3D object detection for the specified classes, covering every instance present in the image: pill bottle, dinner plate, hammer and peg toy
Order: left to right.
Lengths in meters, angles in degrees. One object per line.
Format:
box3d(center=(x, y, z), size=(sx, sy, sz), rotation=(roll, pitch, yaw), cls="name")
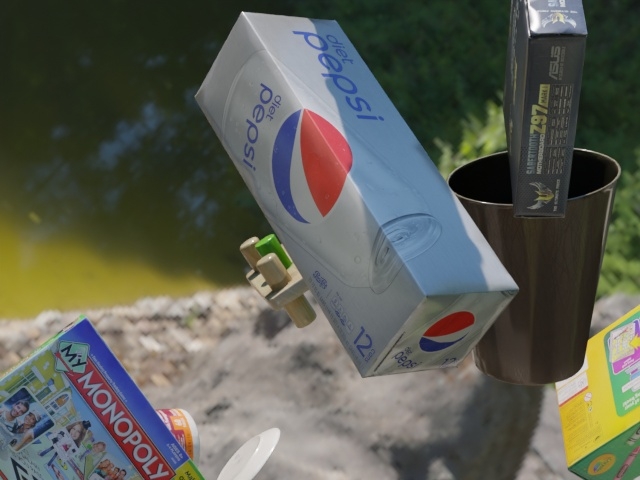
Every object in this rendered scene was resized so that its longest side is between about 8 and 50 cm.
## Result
box3d(center=(-0.300, 0.314, 2.185), size=(0.221, 0.121, 0.121), rotation=(1, 45, -31), cls="pill bottle")
box3d(center=(-0.109, 0.313, 2.059), size=(0.017, 0.141, 0.141), rotation=(43, 22, -9), cls="dinner plate")
box3d(center=(0.000, 0.000, 2.392), size=(0.127, 0.266, 0.361), rotation=(57, -4, -13), cls="hammer and peg toy")

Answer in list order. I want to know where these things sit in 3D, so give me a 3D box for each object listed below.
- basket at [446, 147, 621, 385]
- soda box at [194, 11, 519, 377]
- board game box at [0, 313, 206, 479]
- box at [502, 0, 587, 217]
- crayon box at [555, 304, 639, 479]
box3d(center=(0.234, 0.031, 1.629), size=(0.204, 0.227, 0.154), rotation=(-16, 28, -27), cls="basket")
box3d(center=(0.020, -0.039, 1.076), size=(0.098, 0.091, 0.286), rotation=(-2, 49, -40), cls="soda box")
box3d(center=(-0.301, 0.285, 1.912), size=(0.317, 0.213, 0.046), rotation=(55, -12, -11), cls="board game box")
box3d(center=(0.220, -0.166, 1.467), size=(0.183, 0.059, 0.233), rotation=(-89, 177, -45), cls="box")
box3d(center=(0.407, 0.157, 1.743), size=(0.081, 0.278, 0.165), rotation=(31, 37, -27), cls="crayon box")
